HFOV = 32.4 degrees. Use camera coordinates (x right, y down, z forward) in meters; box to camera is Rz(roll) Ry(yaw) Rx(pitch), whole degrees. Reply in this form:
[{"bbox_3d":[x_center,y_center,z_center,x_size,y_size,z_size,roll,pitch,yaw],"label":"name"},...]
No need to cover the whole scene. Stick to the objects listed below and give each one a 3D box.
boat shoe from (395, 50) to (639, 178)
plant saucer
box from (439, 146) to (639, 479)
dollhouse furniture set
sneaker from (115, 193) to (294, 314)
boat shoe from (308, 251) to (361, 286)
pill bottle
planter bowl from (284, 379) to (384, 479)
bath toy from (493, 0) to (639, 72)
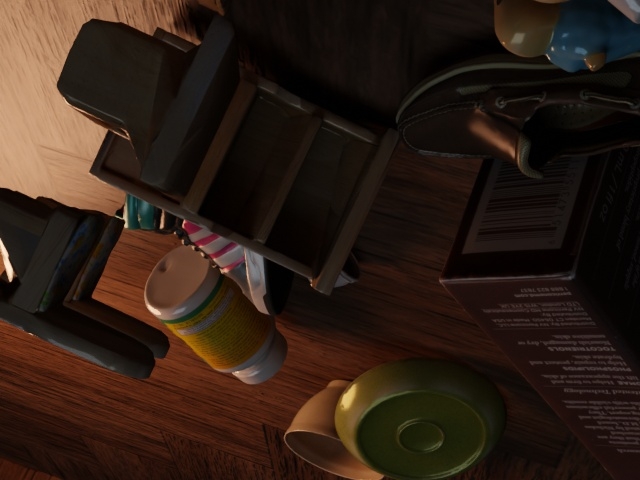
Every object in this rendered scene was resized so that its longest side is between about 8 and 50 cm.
[{"bbox_3d":[0.168,-0.100,0.908,0.257,0.095,0.095,-11,139,37],"label":"boat shoe"},{"bbox_3d":[0.139,0.261,1.528,0.240,0.037,0.241,1,128,1],"label":"plant saucer"},{"bbox_3d":[0.284,0.068,1.040,0.143,0.191,0.381,-3,142,41],"label":"box"},{"bbox_3d":[-0.064,-0.076,0.904,0.256,0.362,0.394,25,178,-3],"label":"dollhouse furniture set"},{"bbox_3d":[-0.138,-0.025,1.261,0.178,0.124,0.296,7,140,19],"label":"sneaker"},{"bbox_3d":[0.000,0.000,1.276,0.063,0.066,0.184,-5,141,19],"label":"boat shoe"},{"bbox_3d":[-0.134,0.106,1.497,0.117,0.118,0.208,0,145,37],"label":"pill bottle"},{"bbox_3d":[0.040,0.281,1.679,0.162,0.109,0.162,19,152,10],"label":"planter bowl"},{"bbox_3d":[0.202,-0.239,0.653,0.129,0.151,0.348,63,159,17],"label":"bath toy"}]
